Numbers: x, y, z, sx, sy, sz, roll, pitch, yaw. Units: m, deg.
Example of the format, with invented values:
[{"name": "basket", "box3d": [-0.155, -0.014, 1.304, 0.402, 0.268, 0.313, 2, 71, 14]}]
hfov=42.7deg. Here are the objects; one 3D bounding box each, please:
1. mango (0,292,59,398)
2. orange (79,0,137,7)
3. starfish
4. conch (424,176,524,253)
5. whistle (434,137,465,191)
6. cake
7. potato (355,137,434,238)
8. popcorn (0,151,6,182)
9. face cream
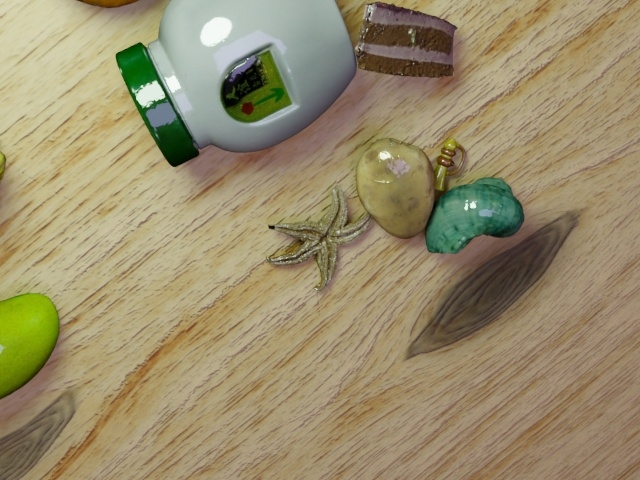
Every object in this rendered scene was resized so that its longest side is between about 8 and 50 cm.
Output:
[{"name": "mango", "box3d": [-0.600, 0.204, 1.471, 0.273, 0.149, 0.185, -15, 116, -19]}, {"name": "orange", "box3d": [-0.332, -0.471, 1.236, 0.240, 0.171, 0.240, -7, 116, -15]}, {"name": "starfish", "box3d": [-0.001, -0.001, 1.656, 0.227, 0.043, 0.240, -6, 119, -16]}, {"name": "conch", "box3d": [0.323, -0.061, 1.696, 0.202, 0.196, 0.134, -22, 109, -39]}, {"name": "whistle", "box3d": [0.263, -0.153, 1.682, 0.057, 0.046, 0.109, 25, 100, -1]}, {"name": "cake", "box3d": [0.136, -0.351, 1.448, 0.295, 0.112, 0.116, -11, 114, -57]}, {"name": "potato", "box3d": [0.155, -0.109, 1.625, 0.161, 0.128, 0.235, -33, 127, 15]}, {"name": "popcorn", "box3d": [-0.639, -0.122, 1.267, 0.286, 0.215, 0.252, 2, 107, -26]}, {"name": "face cream", "box3d": [-0.135, -0.291, 1.364, 0.357, 0.219, 0.312, -27, 130, -2]}]
